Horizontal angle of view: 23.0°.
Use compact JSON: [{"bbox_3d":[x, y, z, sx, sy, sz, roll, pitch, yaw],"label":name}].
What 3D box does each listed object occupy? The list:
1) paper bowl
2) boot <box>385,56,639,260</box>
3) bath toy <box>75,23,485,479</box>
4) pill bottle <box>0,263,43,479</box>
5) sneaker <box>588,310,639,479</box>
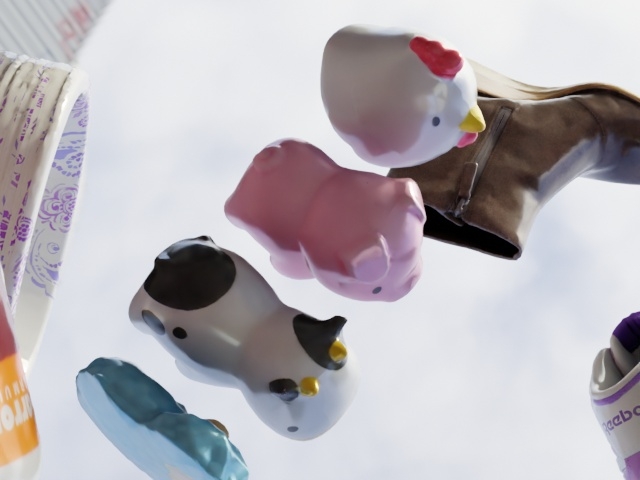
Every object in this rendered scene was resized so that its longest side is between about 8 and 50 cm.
[{"bbox_3d":[-0.275,-0.007,1.189,0.148,0.284,0.284,13,-126,-5],"label":"paper bowl"},{"bbox_3d":[0.170,-0.048,1.250,0.248,0.090,0.207,18,-137,1],"label":"boot"},{"bbox_3d":[0.000,0.000,0.991,0.348,0.151,0.129,-56,-167,-21],"label":"bath toy"},{"bbox_3d":[-0.270,0.054,0.810,0.224,0.224,0.392,-12,-88,19],"label":"pill bottle"},{"bbox_3d":[0.280,0.111,1.097,0.102,0.282,0.161,-35,-105,29],"label":"sneaker"}]
